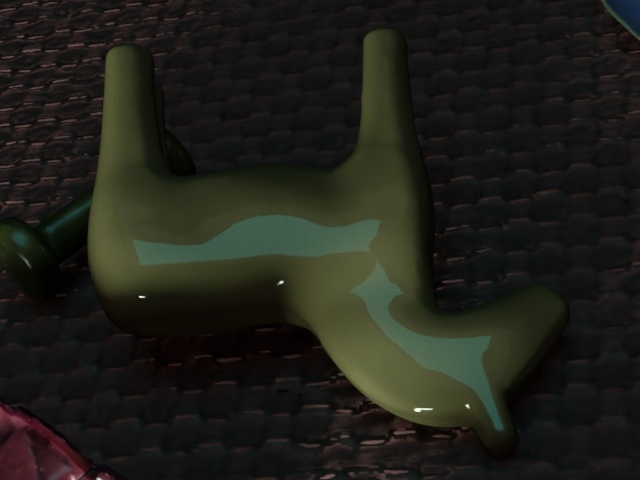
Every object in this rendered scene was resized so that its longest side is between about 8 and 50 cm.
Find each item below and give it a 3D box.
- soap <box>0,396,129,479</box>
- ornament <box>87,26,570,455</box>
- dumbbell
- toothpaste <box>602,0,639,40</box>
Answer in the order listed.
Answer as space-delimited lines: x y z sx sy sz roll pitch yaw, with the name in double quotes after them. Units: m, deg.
-0.188 0.178 0.631 0.250 0.099 0.162 -39 45 -23 "soap"
0.000 0.000 0.767 0.230 0.061 0.245 -5 55 4 "ornament"
-0.123 -0.016 0.858 0.118 0.052 0.046 -38 57 -21 "dumbbell"
0.221 -0.092 0.827 0.069 0.047 0.268 -17 43 -18 "toothpaste"
